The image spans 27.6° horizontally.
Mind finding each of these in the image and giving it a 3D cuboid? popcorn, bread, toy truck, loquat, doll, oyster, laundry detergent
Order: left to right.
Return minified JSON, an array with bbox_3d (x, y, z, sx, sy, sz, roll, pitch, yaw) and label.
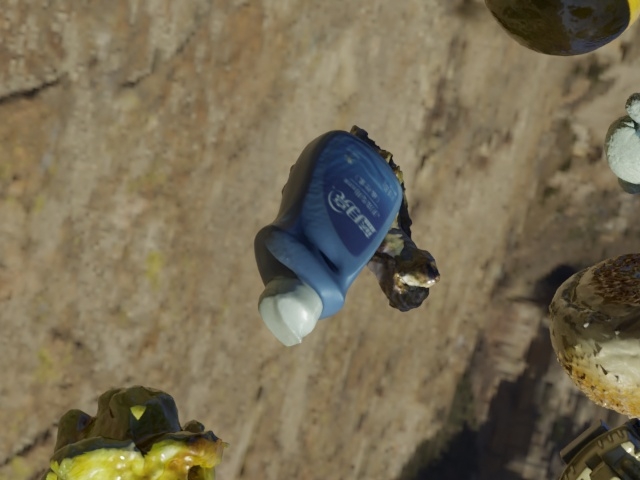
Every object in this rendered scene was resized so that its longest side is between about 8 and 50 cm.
[{"bbox_3d":[-0.320,0.387,2.063,0.325,0.321,0.290,-56,-154,-6],"label":"popcorn"},{"bbox_3d":[0.000,0.000,1.570,0.143,0.094,0.289,46,44,-21],"label":"laundry detergent"},{"bbox_3d":[0.065,-0.024,2.074,0.198,0.337,0.133,-43,158,24],"label":"oyster"},{"bbox_3d":[0.342,-0.339,1.714,0.213,0.246,0.213,-167,-90,-73],"label":"loquat"},{"bbox_3d":[0.449,-0.125,1.825,0.071,0.104,0.214,-53,153,-22],"label":"doll"},{"bbox_3d":[0.553,0.476,2.081,0.181,0.405,0.254,-42,178,12],"label":"toy truck"},{"bbox_3d":[0.394,0.109,1.427,0.305,0.306,0.158,-40,129,-68],"label":"bread"}]
